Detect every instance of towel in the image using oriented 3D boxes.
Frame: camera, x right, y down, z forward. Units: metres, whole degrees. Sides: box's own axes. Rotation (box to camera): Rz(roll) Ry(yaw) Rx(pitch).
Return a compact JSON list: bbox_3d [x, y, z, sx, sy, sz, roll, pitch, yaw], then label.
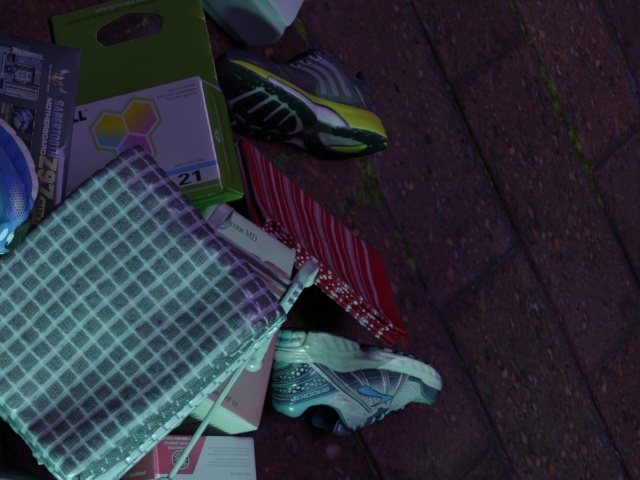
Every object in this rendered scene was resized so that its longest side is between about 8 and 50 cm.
[{"bbox_3d":[0.000,0.000,2.070,0.275,0.031,0.199,41,19,-32],"label":"towel"},{"bbox_3d":[-0.207,0.081,1.604,0.283,0.121,0.235,-42,84,-6],"label":"towel"}]

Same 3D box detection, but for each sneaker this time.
[{"bbox_3d":[-0.033,-0.193,2.124,0.300,0.111,0.121,20,54,-49],"label":"sneaker"},{"bbox_3d":[0.038,0.188,2.088,0.283,0.110,0.122,17,83,-41],"label":"sneaker"},{"bbox_3d":[-0.406,-0.096,1.553,0.330,0.130,0.147,38,22,14],"label":"sneaker"}]

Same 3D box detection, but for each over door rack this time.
[{"bbox_3d":[-0.186,0.099,1.716,0.239,0.108,0.324,33,83,5],"label":"over door rack"}]

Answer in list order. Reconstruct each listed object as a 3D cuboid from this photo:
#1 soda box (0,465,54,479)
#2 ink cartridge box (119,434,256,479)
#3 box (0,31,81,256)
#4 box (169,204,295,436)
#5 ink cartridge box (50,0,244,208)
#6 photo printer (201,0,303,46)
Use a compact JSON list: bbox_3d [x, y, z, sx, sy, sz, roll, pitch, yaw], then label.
[{"bbox_3d":[-0.379,0.253,1.574,0.286,0.098,0.091,16,85,-43],"label":"soda box"},{"bbox_3d":[-0.147,0.329,1.824,0.158,0.092,0.218,9,69,-46],"label":"ink cartridge box"},{"bbox_3d":[-0.351,-0.105,1.715,0.183,0.059,0.233,10,69,-20],"label":"box"},{"bbox_3d":[-0.138,0.092,1.883,0.148,0.127,0.232,34,55,-36],"label":"box"},{"bbox_3d":[-0.208,-0.152,1.826,0.097,0.188,0.255,12,65,-78],"label":"ink cartridge box"},{"bbox_3d":[-0.091,-0.437,2.119,0.256,0.107,0.307,46,48,-28],"label":"photo printer"}]
